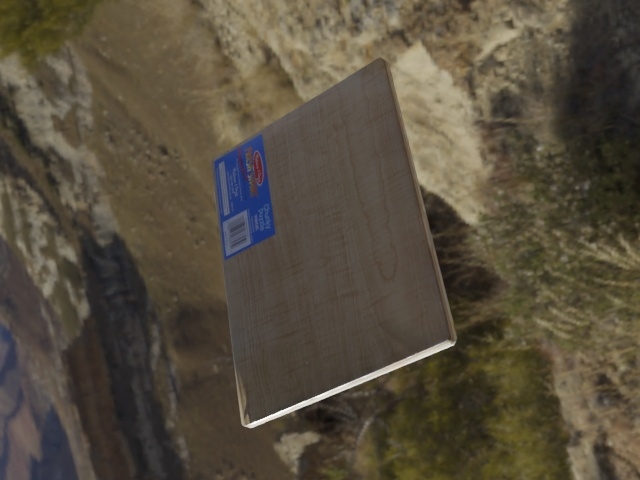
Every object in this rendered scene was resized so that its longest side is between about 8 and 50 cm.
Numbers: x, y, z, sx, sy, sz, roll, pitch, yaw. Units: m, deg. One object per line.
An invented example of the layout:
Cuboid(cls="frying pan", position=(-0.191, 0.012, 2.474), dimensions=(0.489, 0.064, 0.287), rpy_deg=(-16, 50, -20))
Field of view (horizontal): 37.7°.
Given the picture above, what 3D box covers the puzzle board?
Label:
Cuboid(cls="puzzle board", position=(0.000, 0.000, 0.377), dimensions=(0.096, 0.011, 0.128), rpy_deg=(-27, 56, 28))
